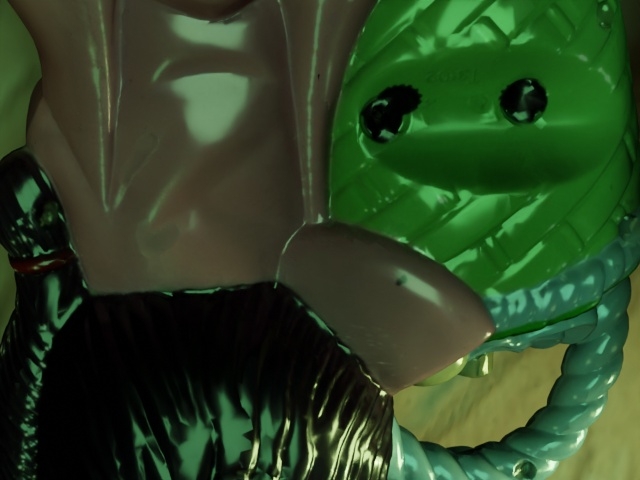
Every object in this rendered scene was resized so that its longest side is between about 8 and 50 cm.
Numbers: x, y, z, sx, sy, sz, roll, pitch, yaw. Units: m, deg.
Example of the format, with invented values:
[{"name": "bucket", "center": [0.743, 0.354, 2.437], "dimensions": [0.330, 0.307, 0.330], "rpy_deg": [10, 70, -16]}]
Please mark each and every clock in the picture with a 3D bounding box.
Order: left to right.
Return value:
[{"name": "clock", "center": [0.000, 0.000, 0.491], "dimensions": [0.194, 0.100, 0.196], "rpy_deg": [-1, 102, -12]}]
